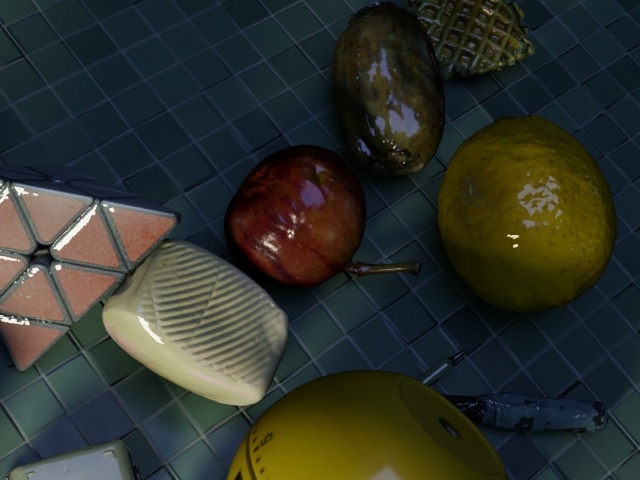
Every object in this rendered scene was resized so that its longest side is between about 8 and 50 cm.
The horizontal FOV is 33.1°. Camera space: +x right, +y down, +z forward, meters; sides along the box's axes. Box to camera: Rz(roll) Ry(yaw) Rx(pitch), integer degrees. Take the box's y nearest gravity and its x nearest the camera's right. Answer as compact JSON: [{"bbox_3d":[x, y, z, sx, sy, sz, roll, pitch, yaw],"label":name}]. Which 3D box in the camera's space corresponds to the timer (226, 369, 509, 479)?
[{"bbox_3d":[0.030,0.353,1.254,0.376,0.376,0.387,40,105,8],"label":"timer"}]

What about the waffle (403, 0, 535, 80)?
[{"bbox_3d":[0.244,-0.356,1.784,0.214,0.054,0.207,-15,65,-17],"label":"waffle"}]

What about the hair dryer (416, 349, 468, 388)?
[{"bbox_3d":[0.141,0.194,1.473,0.150,0.047,0.071,-38,76,-6],"label":"hair dryer"}]

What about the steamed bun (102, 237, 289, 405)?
[{"bbox_3d":[-0.168,0.114,1.408,0.239,0.153,0.170,37,54,-21],"label":"steamed bun"}]

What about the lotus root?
[{"bbox_3d":[0.102,-0.228,1.635,0.160,0.152,0.274,-2,71,-12],"label":"lotus root"}]

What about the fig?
[{"bbox_3d":[-0.011,-0.008,1.507,0.203,0.186,0.249,-48,125,-9],"label":"fig"}]

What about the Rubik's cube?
[{"bbox_3d":[-0.350,-0.010,1.374,0.233,0.229,0.228,-34,79,-29],"label":"Rubik's cube"}]

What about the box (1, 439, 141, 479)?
[{"bbox_3d":[-0.297,0.312,1.306,0.172,0.093,0.124,-14,68,-19],"label":"box"}]

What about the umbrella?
[{"bbox_3d":[0.281,0.236,1.502,0.251,0.052,0.053,6,19,-9],"label":"umbrella"}]

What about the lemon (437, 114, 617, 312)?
[{"bbox_3d":[0.289,-0.041,1.534,0.254,0.253,0.310,-6,63,-16],"label":"lemon"}]
